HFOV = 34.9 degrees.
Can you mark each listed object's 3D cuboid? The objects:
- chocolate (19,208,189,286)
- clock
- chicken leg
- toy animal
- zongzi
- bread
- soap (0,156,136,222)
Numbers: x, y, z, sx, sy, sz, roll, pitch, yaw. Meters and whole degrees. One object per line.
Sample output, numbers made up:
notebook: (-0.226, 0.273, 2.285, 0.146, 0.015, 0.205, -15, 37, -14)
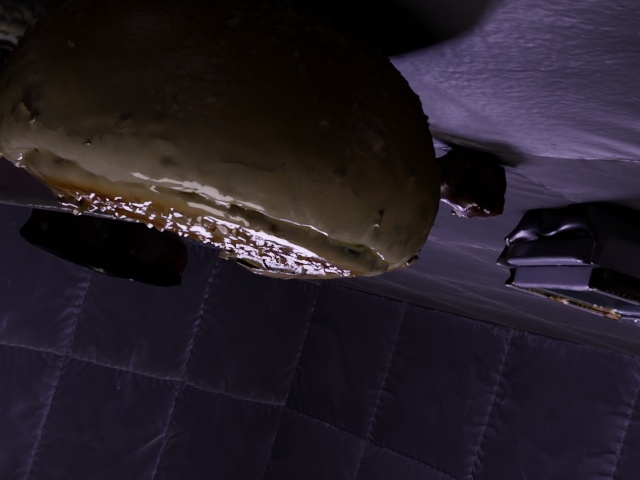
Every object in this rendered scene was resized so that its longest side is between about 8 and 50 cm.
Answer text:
chocolate: (-0.325, -0.056, 1.629, 0.284, 0.186, 0.283, 18, -175, -2)
clock: (0.310, 0.032, 1.046, 0.186, 0.083, 0.253, 17, 176, -11)
chicken leg: (0.024, -0.074, 0.891, 0.304, 0.093, 0.113, 10, -166, -11)
toy animal: (-0.206, -0.140, 0.788, 0.098, 0.098, 0.137, 13, 174, 41)
zongzi: (0.000, 0.000, 1.573, 0.288, 0.134, 0.286, 9, -179, 0)
bread: (-0.065, -0.075, 0.668, 0.306, 0.158, 0.305, 13, 177, 1)
soap: (-0.213, -0.072, 1.131, 0.296, 0.107, 0.285, 7, -177, 12)
